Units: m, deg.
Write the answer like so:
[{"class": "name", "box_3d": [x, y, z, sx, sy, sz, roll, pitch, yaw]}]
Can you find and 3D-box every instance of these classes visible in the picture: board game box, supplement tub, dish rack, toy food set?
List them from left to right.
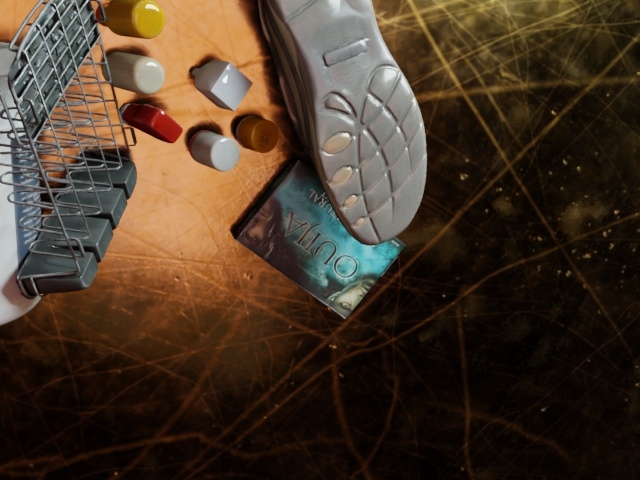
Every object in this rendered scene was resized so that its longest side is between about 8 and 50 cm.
[{"class": "supplement tub", "box_3d": [-0.381, -0.057, 0.850, 0.191, 0.191, 0.272, -2, 107, -15]}, {"class": "dish rack", "box_3d": [-0.250, -0.099, 0.820, 0.074, 0.208, 0.271, 2, 133, 6]}, {"class": "toy food set", "box_3d": [-0.161, -0.162, 0.949, 0.232, 0.105, 0.111, 38, 80, -40]}, {"class": "board game box", "box_3d": [0.000, 0.000, 1.065, 0.186, 0.026, 0.126, 37, 94, -23]}]

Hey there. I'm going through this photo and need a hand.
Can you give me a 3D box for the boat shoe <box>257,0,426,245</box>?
[{"class": "boat shoe", "box_3d": [0.023, -0.170, 0.965, 0.132, 0.130, 0.355, -19, 106, -13]}]
